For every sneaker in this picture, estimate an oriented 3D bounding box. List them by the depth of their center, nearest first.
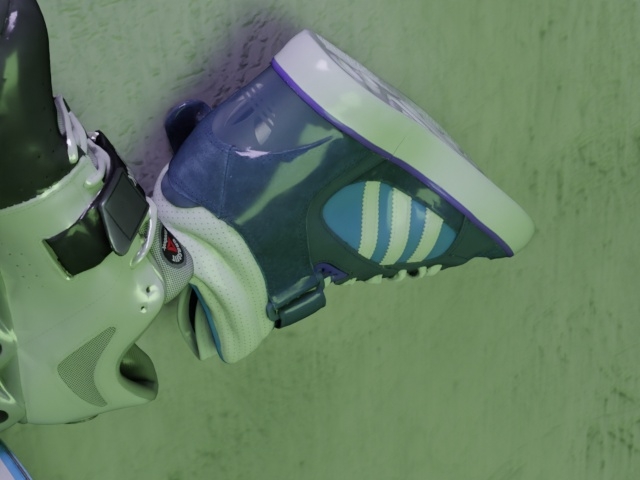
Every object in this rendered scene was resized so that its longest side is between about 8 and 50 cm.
[{"bbox_3d":[-0.153,-0.018,0.974,0.146,0.122,0.330,-2,131,-8],"label":"sneaker"},{"bbox_3d":[0.000,0.000,1.153,0.236,0.130,0.323,-48,142,9],"label":"sneaker"}]

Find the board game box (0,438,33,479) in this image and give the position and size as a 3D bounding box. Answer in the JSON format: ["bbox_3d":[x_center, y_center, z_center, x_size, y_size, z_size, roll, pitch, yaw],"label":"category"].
[{"bbox_3d":[-0.283,0.328,1.093,0.308,0.086,0.302,-34,135,-14],"label":"board game box"}]
